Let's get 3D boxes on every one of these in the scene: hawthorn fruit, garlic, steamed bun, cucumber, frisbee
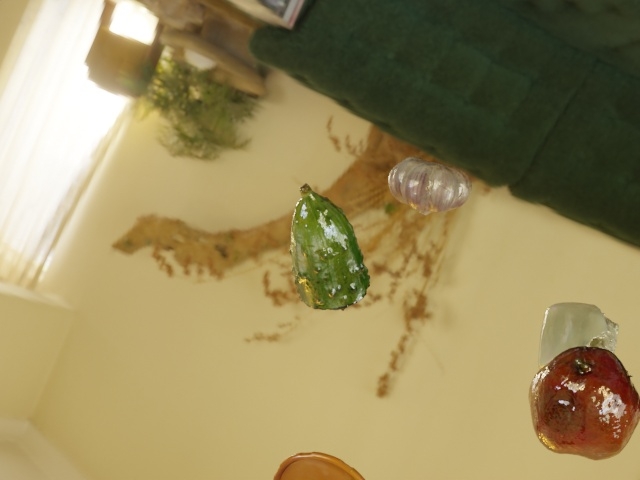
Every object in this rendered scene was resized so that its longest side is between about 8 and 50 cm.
[{"bbox_3d":[0.522,0.309,1.814,0.224,0.224,0.261,24,146,25],"label":"hawthorn fruit"},{"bbox_3d":[0.204,-0.098,1.741,0.159,0.102,0.147,17,-168,28],"label":"garlic"},{"bbox_3d":[0.648,0.268,2.275,0.200,0.226,0.170,26,148,-15],"label":"steamed bun"},{"bbox_3d":[0.003,0.001,1.580,0.134,0.134,0.244,24,147,36],"label":"cucumber"},{"bbox_3d":[0.010,0.433,1.552,0.192,0.192,0.035,24,-149,12],"label":"frisbee"}]
